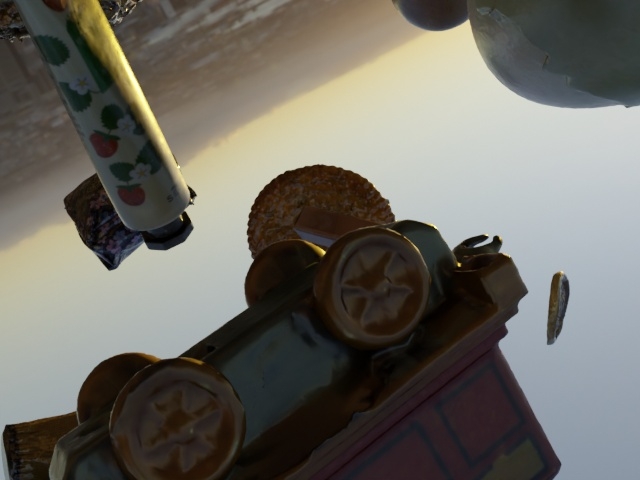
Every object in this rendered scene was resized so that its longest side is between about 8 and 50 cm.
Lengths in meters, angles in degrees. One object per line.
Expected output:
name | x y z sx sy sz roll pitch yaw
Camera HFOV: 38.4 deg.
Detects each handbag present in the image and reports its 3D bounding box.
handbag | -0.318 -0.067 1.548 0.208 0.127 0.228 -40 -148 -4

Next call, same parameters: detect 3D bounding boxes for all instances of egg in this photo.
egg | 0.267 -0.258 0.831 0.278 0.278 0.336 -37 165 -45

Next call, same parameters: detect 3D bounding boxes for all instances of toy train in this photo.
toy train | 0.003 0.125 0.605 0.369 0.231 0.163 -34 -172 -21

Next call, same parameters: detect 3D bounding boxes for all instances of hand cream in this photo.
hand cream | -0.162 -0.107 0.688 0.059 0.276 0.095 -6 -140 17

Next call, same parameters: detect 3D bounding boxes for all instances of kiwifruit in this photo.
kiwifruit | 0.213 -0.509 1.704 0.196 0.234 0.196 -10 -134 11

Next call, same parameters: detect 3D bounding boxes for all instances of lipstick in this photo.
lipstick | 0.035 -0.010 1.322 0.145 0.045 0.045 14 -112 31

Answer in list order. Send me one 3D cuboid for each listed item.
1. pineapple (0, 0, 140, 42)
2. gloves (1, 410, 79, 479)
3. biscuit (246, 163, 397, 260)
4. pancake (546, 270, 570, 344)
pineapple | -0.405 -0.424 1.242 0.352 0.300 0.352 -4 -170 1
gloves | -0.332 0.342 1.482 0.356 0.203 0.155 7 -143 -10
biscuit | 0.000 0.000 1.452 0.254 0.254 0.035 -23 -168 23
pancake | 0.461 0.133 1.786 0.028 0.158 0.158 9 -155 22
